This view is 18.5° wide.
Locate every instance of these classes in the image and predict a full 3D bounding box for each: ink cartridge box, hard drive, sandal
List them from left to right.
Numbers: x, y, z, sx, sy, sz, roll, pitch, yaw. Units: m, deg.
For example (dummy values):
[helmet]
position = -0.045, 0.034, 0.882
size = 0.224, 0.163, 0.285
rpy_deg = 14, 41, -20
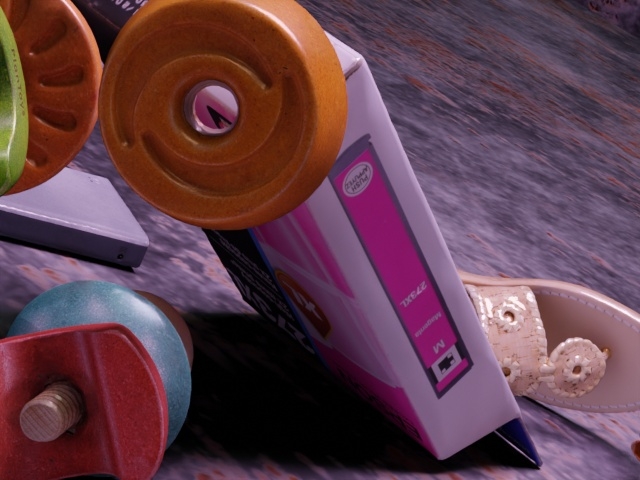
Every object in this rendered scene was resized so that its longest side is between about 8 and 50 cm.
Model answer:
[hard drive]
position = -0.175, -0.026, 1.138
size = 0.135, 0.022, 0.094
rpy_deg = 15, 19, -29
[ink cartridge box]
position = 0.000, 0.000, 1.022
size = 0.176, 0.069, 0.371
rpy_deg = 37, -14, 37
[sandal]
position = 0.091, 0.061, 1.182
size = 0.240, 0.088, 0.079
rpy_deg = 23, 35, 17

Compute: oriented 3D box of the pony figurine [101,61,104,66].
[pony figurine]
position = -0.201, -0.244, 1.438
size = 0.351, 0.302, 0.363
rpy_deg = -5, -4, 43

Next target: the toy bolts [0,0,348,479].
[toy bolts]
position = -0.083, -0.011, 0.850
size = 0.218, 0.228, 0.158
rpy_deg = -4, 8, 11

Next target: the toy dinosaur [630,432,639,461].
[toy dinosaur]
position = 0.250, 0.146, 1.006
size = 0.218, 0.164, 0.322
rpy_deg = 2, 44, -16
